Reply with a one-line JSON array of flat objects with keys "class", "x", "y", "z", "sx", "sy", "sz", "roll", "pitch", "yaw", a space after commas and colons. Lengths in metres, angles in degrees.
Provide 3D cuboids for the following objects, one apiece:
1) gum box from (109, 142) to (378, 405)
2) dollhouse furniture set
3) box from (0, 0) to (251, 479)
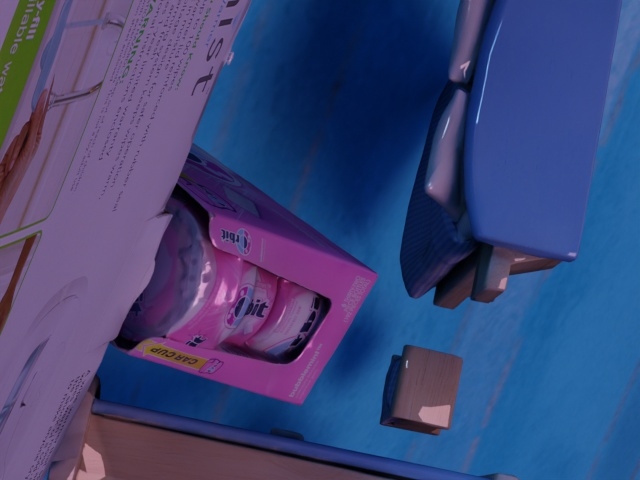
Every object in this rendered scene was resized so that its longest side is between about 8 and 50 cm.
[{"class": "gum box", "x": -0.076, "y": -0.012, "z": 0.674, "sx": 0.107, "sy": 0.188, "sz": 0.062, "roll": 21, "pitch": 101, "yaw": -54}, {"class": "dollhouse furniture set", "x": 0.000, "y": 0.000, "z": 0.869, "sx": 0.286, "sy": 0.198, "sz": 0.303, "roll": 124, "pitch": -22, "yaw": -78}, {"class": "box", "x": -0.139, "y": 0.003, "z": 0.484, "sx": 0.262, "sy": 0.127, "sz": 0.231, "roll": -66, "pitch": 171, "yaw": 16}]
